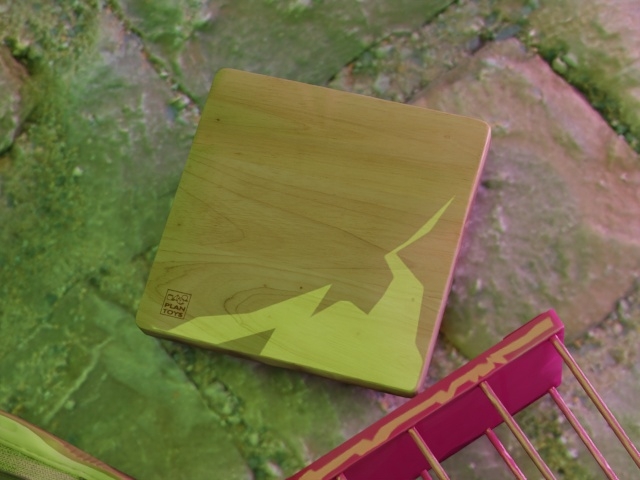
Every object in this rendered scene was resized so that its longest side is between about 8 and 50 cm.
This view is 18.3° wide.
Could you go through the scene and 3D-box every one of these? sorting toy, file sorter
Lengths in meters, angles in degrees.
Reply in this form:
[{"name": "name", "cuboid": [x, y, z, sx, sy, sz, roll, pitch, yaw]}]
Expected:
[{"name": "sorting toy", "cuboid": [0.000, 0.000, 1.772, 0.257, 0.089, 0.255, 13, 72, 13]}, {"name": "file sorter", "cuboid": [0.117, 0.229, 1.613, 0.290, 0.202, 0.182, -32, 72, -4]}]

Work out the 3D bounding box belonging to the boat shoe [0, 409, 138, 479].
[{"name": "boat shoe", "cuboid": [-0.202, 0.236, 1.712, 0.285, 0.103, 0.092, 25, 80, 20]}]
